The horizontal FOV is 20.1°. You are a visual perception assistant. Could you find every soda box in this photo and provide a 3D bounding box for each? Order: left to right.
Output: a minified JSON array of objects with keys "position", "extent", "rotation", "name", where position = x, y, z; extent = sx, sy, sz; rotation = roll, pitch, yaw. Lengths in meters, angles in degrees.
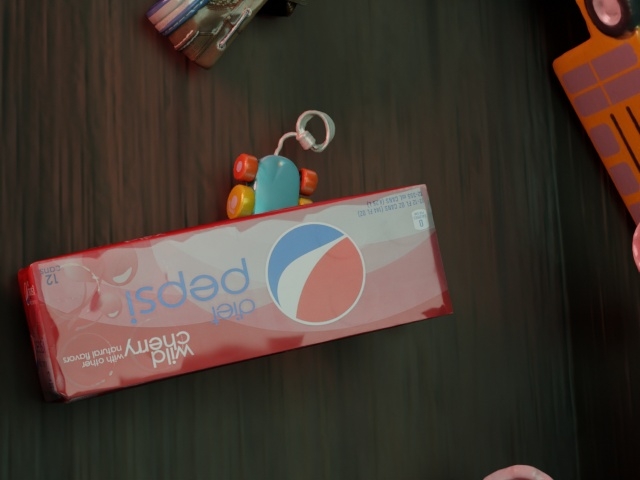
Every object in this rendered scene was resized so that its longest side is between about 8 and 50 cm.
[{"position":[-0.055,0.033,1.163],"extent":[0.263,0.083,0.092],"rotation":[-12,90,-16],"name":"soda box"}]

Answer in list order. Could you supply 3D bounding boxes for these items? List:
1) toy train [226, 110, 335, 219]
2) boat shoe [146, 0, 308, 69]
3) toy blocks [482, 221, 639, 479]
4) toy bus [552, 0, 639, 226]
[{"position":[0.000,0.000,1.262],"extent":[0.125,0.046,0.166],"rotation":[-33,96,-31],"name":"toy train"},{"position":[-0.039,-0.189,1.284],"extent":[0.183,0.066,0.066],"rotation":[-42,102,-19],"name":"boat shoe"},{"position":[0.287,0.138,1.156],"extent":[0.309,0.260,0.289],"rotation":[29,77,19],"name":"toy blocks"},{"position":[0.285,-0.084,1.379],"extent":[0.108,0.130,0.333],"rotation":[-29,91,-29],"name":"toy bus"}]
